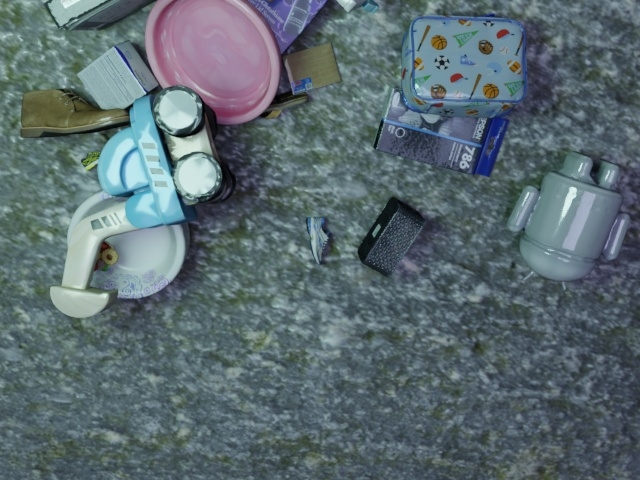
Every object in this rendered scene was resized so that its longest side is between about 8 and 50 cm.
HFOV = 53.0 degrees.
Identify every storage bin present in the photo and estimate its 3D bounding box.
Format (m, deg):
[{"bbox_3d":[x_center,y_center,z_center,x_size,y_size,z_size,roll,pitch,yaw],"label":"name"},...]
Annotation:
[{"bbox_3d":[0.181,-0.010,1.670,0.084,0.122,0.180,30,103,-12],"label":"storage bin"}]

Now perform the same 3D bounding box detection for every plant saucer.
[{"bbox_3d":[-0.237,-0.431,1.476,0.332,0.084,0.332,12,132,14],"label":"plant saucer"}]

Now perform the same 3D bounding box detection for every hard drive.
[{"bbox_3d":[-0.420,-0.525,1.361,0.237,0.339,0.064,-27,109,4],"label":"hard drive"}]

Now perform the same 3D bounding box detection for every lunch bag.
[{"bbox_3d":[0.348,-0.423,1.538,0.303,0.115,0.243,1,80,-6],"label":"lunch bag"}]

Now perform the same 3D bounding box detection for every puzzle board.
[{"bbox_3d":[-0.022,-0.422,1.576,0.128,0.011,0.096,-20,106,-12],"label":"puzzle board"}]

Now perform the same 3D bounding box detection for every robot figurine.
[{"bbox_3d":[0.638,-0.045,1.650,0.300,0.200,0.353,16,105,2],"label":"robot figurine"}]

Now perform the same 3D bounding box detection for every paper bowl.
[{"bbox_3d":[-0.473,-0.009,1.614,0.284,0.148,0.284,-1,107,-3],"label":"paper bowl"}]

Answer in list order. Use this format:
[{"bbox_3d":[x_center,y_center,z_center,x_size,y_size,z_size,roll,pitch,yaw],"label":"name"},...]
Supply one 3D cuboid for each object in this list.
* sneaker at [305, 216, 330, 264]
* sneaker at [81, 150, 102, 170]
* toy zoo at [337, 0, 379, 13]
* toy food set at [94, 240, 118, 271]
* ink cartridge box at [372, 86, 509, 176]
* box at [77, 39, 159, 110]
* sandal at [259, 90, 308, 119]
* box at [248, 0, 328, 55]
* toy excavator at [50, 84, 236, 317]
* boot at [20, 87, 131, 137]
[{"bbox_3d":[0.000,0.000,1.700,0.058,0.052,0.135,-11,108,-5],"label":"sneaker"},{"bbox_3d":[-0.565,-0.209,1.607,0.083,0.031,0.035,-35,105,7],"label":"sneaker"},{"bbox_3d":[0.022,-0.624,1.441,0.293,0.192,0.030,43,126,-15],"label":"toy zoo"},{"bbox_3d":[-0.532,0.036,1.536,0.082,0.020,0.083,-38,105,7],"label":"toy food set"},{"bbox_3d":[0.314,-0.270,1.633,0.333,0.065,0.165,12,105,-8],"label":"ink cartridge box"},{"bbox_3d":[-0.477,-0.380,1.518,0.137,0.072,0.126,-23,109,28],"label":"box"},{"bbox_3d":[-0.117,-0.329,1.590,0.180,0.072,0.049,-12,129,-4],"label":"sandal"},{"bbox_3d":[-0.082,-0.558,1.494,0.153,0.108,0.207,39,101,-13],"label":"box"},{"bbox_3d":[-0.415,-0.085,1.433,0.445,0.222,0.433,-16,93,1],"label":"toy excavator"},{"bbox_3d":[-0.583,-0.304,1.506,0.305,0.112,0.115,1,98,20],"label":"boot"}]
